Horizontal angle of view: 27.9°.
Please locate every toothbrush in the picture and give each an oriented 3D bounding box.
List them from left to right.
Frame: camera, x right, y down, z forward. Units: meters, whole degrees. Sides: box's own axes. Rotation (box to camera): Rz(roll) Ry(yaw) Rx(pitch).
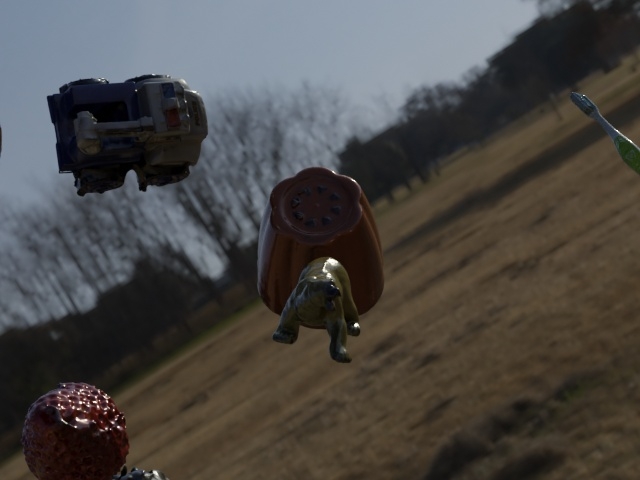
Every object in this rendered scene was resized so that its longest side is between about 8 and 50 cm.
[{"bbox_3d":[0.351,-0.085,1.412,0.026,0.263,0.022,18,-62,-42],"label":"toothbrush"}]

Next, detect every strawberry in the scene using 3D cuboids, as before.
[{"bbox_3d":[-0.444,0.341,2.281,0.205,0.205,0.244,-31,-21,-7],"label":"strawberry"}]

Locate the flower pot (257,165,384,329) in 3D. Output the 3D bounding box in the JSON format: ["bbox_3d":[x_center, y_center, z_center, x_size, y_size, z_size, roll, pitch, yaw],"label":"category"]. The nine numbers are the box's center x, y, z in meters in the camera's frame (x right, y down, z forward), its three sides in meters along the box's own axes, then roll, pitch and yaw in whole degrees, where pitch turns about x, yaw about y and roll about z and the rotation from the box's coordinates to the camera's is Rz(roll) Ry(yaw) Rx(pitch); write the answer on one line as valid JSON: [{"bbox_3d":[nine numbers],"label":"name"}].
[{"bbox_3d":[0.000,0.000,1.751,0.190,0.190,0.173,-32,-27,-18],"label":"flower pot"}]

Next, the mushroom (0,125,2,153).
[{"bbox_3d":[-0.605,-0.133,1.796,0.331,0.356,0.334,-31,-22,32],"label":"mushroom"}]

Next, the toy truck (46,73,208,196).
[{"bbox_3d":[-0.255,-0.159,1.748,0.213,0.161,0.177,-8,-8,-25],"label":"toy truck"}]

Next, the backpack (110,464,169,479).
[{"bbox_3d":[-0.311,0.423,1.977,0.206,0.133,0.258,-27,-15,-23],"label":"backpack"}]

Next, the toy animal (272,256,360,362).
[{"bbox_3d":[0.000,0.073,1.528,0.103,0.101,0.219,11,12,5],"label":"toy animal"}]
